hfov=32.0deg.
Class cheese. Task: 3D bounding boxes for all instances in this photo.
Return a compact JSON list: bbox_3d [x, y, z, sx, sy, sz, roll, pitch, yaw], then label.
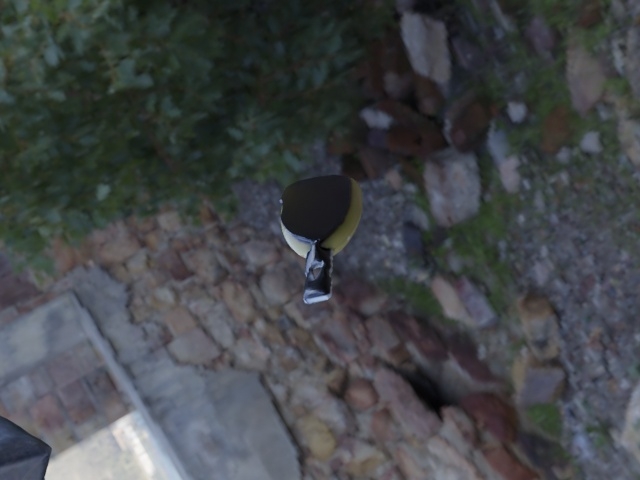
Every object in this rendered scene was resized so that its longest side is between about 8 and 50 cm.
[{"bbox_3d":[0.000,-0.001,1.102,0.162,0.086,0.036,-88,-15,-48],"label":"cheese"}]

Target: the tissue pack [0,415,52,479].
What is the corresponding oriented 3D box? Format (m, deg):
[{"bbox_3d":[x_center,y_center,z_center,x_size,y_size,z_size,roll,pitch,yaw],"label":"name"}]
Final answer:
[{"bbox_3d":[-0.382,0.130,0.599,0.394,0.288,0.124,16,111,32],"label":"tissue pack"}]
